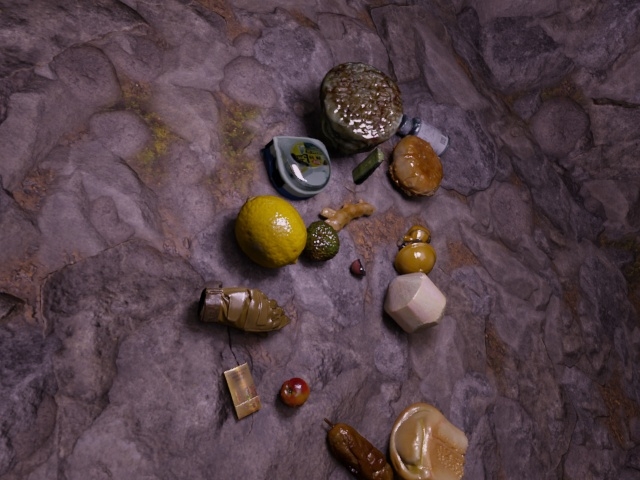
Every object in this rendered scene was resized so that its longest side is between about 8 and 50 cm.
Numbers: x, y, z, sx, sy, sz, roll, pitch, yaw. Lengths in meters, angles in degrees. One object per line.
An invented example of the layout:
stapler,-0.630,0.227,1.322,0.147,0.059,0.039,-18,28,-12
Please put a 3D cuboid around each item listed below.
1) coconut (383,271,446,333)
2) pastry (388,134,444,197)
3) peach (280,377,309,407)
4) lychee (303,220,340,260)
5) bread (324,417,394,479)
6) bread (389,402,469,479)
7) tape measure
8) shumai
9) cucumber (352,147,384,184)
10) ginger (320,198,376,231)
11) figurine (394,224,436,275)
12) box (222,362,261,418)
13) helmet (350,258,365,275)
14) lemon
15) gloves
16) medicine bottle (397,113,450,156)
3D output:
coconut,0.383,0.250,1.721,0.244,0.239,0.239,44,55,-12
pastry,0.459,-0.352,2.026,0.285,0.184,0.315,7,66,-34
peach,-0.086,0.521,1.401,0.101,0.101,0.100,12,65,-28
lychee,0.000,0.000,1.620,0.171,0.171,0.171,12,65,-28
bread,0.133,0.751,1.449,0.344,0.084,0.124,47,54,-7
bread,0.380,0.786,1.522,0.270,0.211,0.315,38,44,-8
tape measure,-0.087,-0.302,1.697,0.260,0.138,0.261,-7,75,-32
shumai,0.158,-0.522,1.798,0.396,0.348,0.394,2,69,-5
cucumber,0.225,-0.332,1.855,0.062,0.211,0.077,1,69,-30
ginger,0.129,-0.113,1.802,0.299,0.065,0.117,-18,86,-38
figurine,0.438,0.048,1.869,0.193,0.167,0.256,18,60,-10
box,-0.257,0.492,1.345,0.089,0.022,0.156,-13,78,-34
helmet,0.155,0.121,1.734,0.065,0.049,0.084,-88,155,-58
lemon,-0.177,-0.031,1.470,0.268,0.267,0.267,12,65,-28
gloves,-0.243,0.238,1.382,0.331,0.141,0.154,15,63,-27
medicine bottle,0.539,-0.561,2.185,0.293,0.141,0.141,22,61,-24
